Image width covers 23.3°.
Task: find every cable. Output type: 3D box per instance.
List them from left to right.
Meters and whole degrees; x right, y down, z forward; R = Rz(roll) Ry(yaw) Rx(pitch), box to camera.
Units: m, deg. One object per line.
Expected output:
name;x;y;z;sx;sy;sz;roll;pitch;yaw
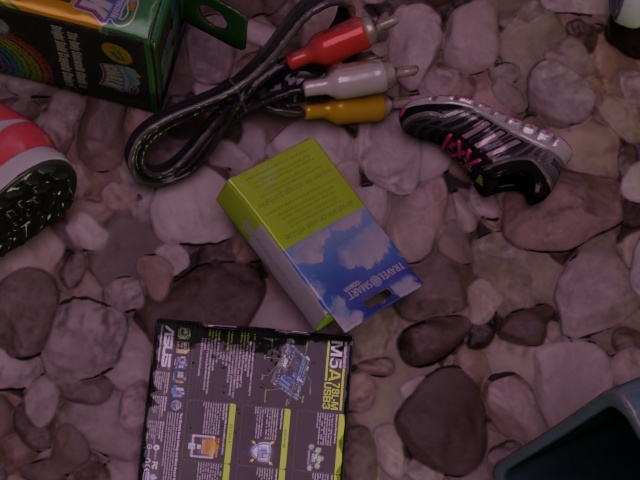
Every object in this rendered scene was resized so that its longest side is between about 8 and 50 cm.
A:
cable;-0.050;-0.139;1.446;0.287;0.139;0.072;-23;36;-13

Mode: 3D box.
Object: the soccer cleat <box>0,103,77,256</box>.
soccer cleat;-0.377;-0.003;1.406;0.318;0.108;0.116;-36;59;-10

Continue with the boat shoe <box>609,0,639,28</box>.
boat shoe;0.363;-0.339;1.536;0.094;0.109;0.302;19;71;0

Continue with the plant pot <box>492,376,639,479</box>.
plant pot;0.348;0.220;1.314;0.252;0.248;0.247;-23;76;-26

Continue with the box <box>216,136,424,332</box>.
box;0.000;0.000;1.432;0.109;0.042;0.178;-30;77;-33

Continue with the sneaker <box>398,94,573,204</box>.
sneaker;0.152;-0.082;1.470;0.170;0.063;0.074;19;68;-3

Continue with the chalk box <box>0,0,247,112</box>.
chalk box;-0.203;-0.244;1.435;0.289;0.180;0.179;14;74;-1

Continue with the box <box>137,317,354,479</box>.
box;-0.068;0.172;1.396;0.184;0.045;0.190;5;73;-5
